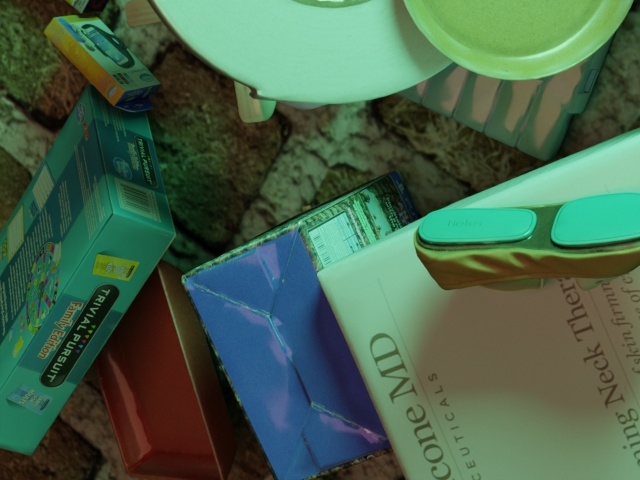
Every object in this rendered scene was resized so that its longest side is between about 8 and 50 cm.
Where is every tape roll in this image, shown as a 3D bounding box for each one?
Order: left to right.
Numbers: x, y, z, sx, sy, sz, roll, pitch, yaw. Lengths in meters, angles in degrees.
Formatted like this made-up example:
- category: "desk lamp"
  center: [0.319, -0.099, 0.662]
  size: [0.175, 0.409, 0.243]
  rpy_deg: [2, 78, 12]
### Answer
- category: "tape roll"
  center: [0.004, -0.319, 1.540]
  size: [0.392, 0.072, 0.392]
  rpy_deg: [-1, 97, -9]

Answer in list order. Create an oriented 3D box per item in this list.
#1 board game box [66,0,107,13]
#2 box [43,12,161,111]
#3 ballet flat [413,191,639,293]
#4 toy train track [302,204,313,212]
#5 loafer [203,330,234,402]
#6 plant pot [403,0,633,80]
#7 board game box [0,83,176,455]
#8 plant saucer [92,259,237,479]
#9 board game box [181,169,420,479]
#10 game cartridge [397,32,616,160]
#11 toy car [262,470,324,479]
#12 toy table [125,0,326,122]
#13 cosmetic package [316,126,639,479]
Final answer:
- category: "board game box"
  center: [-0.246, -0.450, 1.825]
  size: [0.208, 0.056, 0.347]
  rpy_deg: [42, 116, 17]
- category: "box"
  center: [-0.239, -0.199, 1.857]
  size: [0.136, 0.081, 0.028]
  rpy_deg: [44, 116, 11]
- category: "ballet flat"
  center: [0.190, 0.006, 1.340]
  size: [0.232, 0.080, 0.073]
  rpy_deg: [-1, 128, 30]
- category: "toy train track"
  center: [0.000, 0.000, 1.824]
  size: [0.048, 0.014, 0.083]
  rpy_deg: [-17, 98, 23]
- category: "loafer"
  center: [-0.137, 0.108, 1.899]
  size: [0.061, 0.062, 0.170]
  rpy_deg: [-28, 79, -10]
- category: "plant pot"
  center: [0.180, -0.266, 1.522]
  size: [0.236, 0.032, 0.236]
  rpy_deg: [-1, 98, -9]
- category: "board game box"
  center: [-0.290, 0.032, 1.851]
  size: [0.079, 0.254, 0.336]
  rpy_deg: [21, 119, -27]
- category: "plant saucer"
  center: [-0.185, 0.144, 1.873]
  size: [0.258, 0.047, 0.259]
  rpy_deg: [-9, 98, 59]
- category: "board game box"
  center: [0.022, 0.082, 1.665]
  size: [0.141, 0.291, 0.232]
  rpy_deg: [-24, 92, 24]
- category: "game cartridge"
  center: [0.201, -0.280, 1.638]
  size: [0.230, 0.068, 0.355]
  rpy_deg: [25, 111, 15]
- category: "toy car"
  center: [-0.038, 0.352, 1.862]
  size: [0.136, 0.159, 0.182]
  rpy_deg: [38, 120, -25]
- category: "toy table"
  center: [-0.058, -0.263, 1.710]
  size: [0.252, 0.161, 0.274]
  rpy_deg: [-18, 94, 28]
- category: "cosmetic package"
  center: [0.282, 0.078, 1.525]
  size: [0.393, 0.327, 0.329]
  rpy_deg: [-23, 91, 29]
